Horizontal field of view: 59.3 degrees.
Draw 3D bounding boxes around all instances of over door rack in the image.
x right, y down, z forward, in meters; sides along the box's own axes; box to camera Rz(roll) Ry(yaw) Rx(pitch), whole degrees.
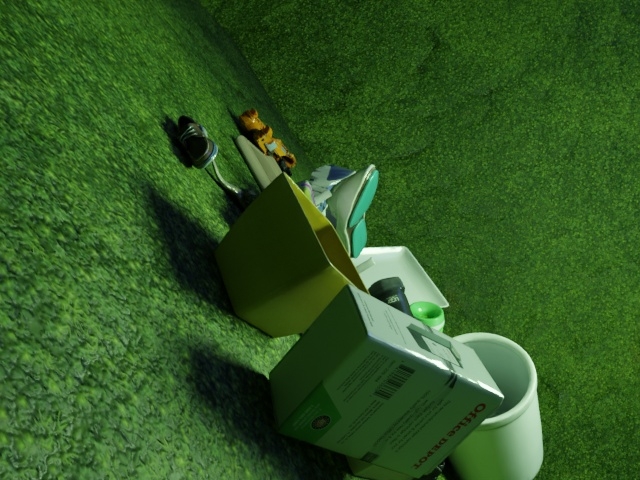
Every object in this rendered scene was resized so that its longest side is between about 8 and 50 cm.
[{"bbox_3d":[0.000,0.000,1.601,0.239,0.108,0.324,57,-17,-4],"label":"over door rack"}]

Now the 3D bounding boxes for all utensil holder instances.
[{"bbox_3d":[0.499,0.532,1.714,0.327,0.328,0.385,-110,180,-56],"label":"utensil holder"}]

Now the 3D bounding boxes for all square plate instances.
[{"bbox_3d":[0.213,0.140,1.940,0.344,0.348,0.049,-118,-147,-49],"label":"square plate"}]

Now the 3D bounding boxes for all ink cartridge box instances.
[{"bbox_3d":[0.099,0.227,0.866,0.289,0.211,0.121,29,21,-28],"label":"ink cartridge box"}]

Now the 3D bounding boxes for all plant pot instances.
[{"bbox_3d":[-0.058,0.050,0.988,0.212,0.187,0.212,44,16,-54],"label":"plant pot"}]

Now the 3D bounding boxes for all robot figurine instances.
[{"bbox_3d":[-0.181,-0.344,2.036,0.211,0.085,0.291,52,3,28],"label":"robot figurine"}]

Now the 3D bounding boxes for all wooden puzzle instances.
[{"bbox_3d":[-0.174,-0.212,1.811,0.220,0.044,0.239,60,14,18],"label":"wooden puzzle"}]

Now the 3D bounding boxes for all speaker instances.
[{"bbox_3d":[0.323,0.349,1.808,0.131,0.131,0.296,-106,-164,-63],"label":"speaker"}]

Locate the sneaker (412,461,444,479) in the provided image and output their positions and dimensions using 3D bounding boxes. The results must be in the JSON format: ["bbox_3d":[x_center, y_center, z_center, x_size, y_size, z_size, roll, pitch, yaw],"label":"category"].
[{"bbox_3d":[0.249,0.533,1.277,0.170,0.089,0.051,56,9,-2],"label":"sneaker"}]

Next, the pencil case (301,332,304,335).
[{"bbox_3d":[0.003,0.171,1.263,0.206,0.087,0.088,-61,147,-79],"label":"pencil case"}]

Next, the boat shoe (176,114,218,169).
[{"bbox_3d":[-0.271,-0.210,1.189,0.066,0.066,0.183,44,5,-38],"label":"boat shoe"}]

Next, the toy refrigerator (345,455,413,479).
[{"bbox_3d":[0.131,0.398,1.094,0.269,0.094,0.102,46,13,-53],"label":"toy refrigerator"}]

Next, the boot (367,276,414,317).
[{"bbox_3d":[0.243,0.375,1.586,0.367,0.146,0.444,79,-9,-60],"label":"boot"}]

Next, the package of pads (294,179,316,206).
[{"bbox_3d":[-0.048,-0.002,1.330,0.296,0.101,0.229,-85,162,-75],"label":"package of pads"}]

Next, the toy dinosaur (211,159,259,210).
[{"bbox_3d":[-0.168,-0.093,1.327,0.118,0.064,0.268,45,0,38],"label":"toy dinosaur"}]

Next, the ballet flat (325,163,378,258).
[{"bbox_3d":[0.072,-0.083,1.610,0.400,0.139,0.139,93,-27,-57],"label":"ballet flat"}]

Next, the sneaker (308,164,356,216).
[{"bbox_3d":[0.001,-0.121,1.932,0.315,0.128,0.182,-48,151,-44],"label":"sneaker"}]
